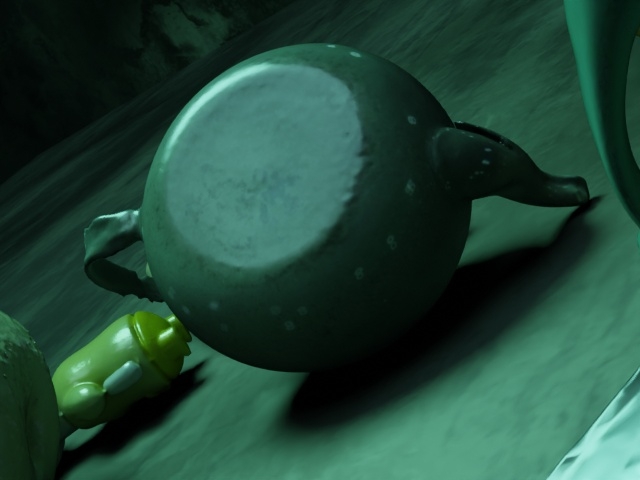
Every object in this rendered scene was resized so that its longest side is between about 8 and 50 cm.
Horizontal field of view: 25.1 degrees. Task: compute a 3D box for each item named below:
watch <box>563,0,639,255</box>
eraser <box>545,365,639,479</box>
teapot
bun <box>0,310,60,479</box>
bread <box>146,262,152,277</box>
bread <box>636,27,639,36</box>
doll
[{"bbox_3d":[0.196,-0.085,0.532,0.237,0.195,0.068,-41,13,17],"label":"watch"},{"bbox_3d":[0.176,0.058,0.251,0.189,0.104,0.290,-28,11,-17],"label":"eraser"},{"bbox_3d":[-0.005,-0.015,0.828,0.294,0.129,0.193,-16,61,22],"label":"teapot"},{"bbox_3d":[-0.261,0.157,0.837,0.273,0.168,0.273,-41,7,6],"label":"bun"},{"bbox_3d":[-0.080,0.030,1.085,0.073,0.053,0.214,-41,17,-11],"label":"bread"},{"bbox_3d":[0.287,-0.246,1.028,0.142,0.091,0.305,-3,39,37],"label":"bread"},{"bbox_3d":[-0.162,0.106,0.994,0.162,0.062,0.106,-33,9,3],"label":"doll"}]
